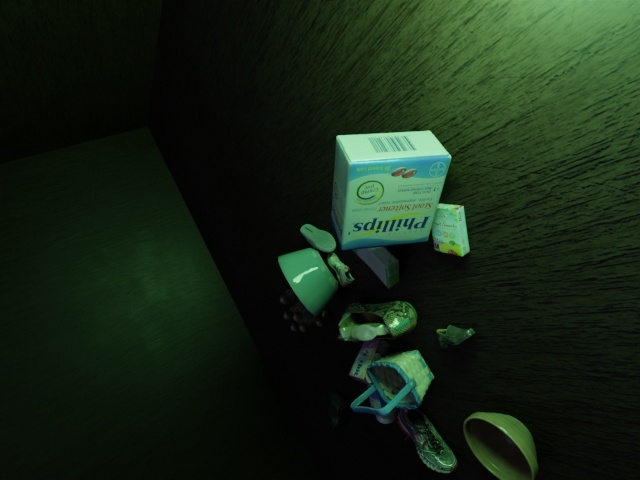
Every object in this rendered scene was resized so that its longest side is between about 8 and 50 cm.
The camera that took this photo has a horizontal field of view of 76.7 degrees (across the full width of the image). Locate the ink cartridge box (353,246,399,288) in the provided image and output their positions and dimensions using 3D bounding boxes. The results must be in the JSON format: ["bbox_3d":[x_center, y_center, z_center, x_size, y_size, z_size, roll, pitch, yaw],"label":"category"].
[{"bbox_3d":[0.182,0.045,1.439,0.235,0.056,0.171,50,170,30],"label":"ink cartridge box"}]

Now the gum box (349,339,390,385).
[{"bbox_3d":[0.209,0.500,1.701,0.062,0.188,0.107,37,157,-20],"label":"gum box"}]

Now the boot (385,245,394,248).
[{"bbox_3d":[0.200,-0.077,1.340,0.106,0.082,0.219,34,142,38],"label":"boot"}]

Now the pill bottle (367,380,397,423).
[{"bbox_3d":[0.270,0.668,1.735,0.124,0.124,0.221,21,128,51],"label":"pill bottle"}]

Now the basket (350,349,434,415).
[{"bbox_3d":[0.268,0.549,1.519,0.201,0.289,0.255,62,153,4],"label":"basket"}]

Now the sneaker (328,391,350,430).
[{"bbox_3d":[0.100,1.002,2.381,0.130,0.109,0.286,43,137,44],"label":"sneaker"}]

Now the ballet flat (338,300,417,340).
[{"bbox_3d":[0.178,0.331,1.604,0.164,0.182,0.483,63,152,-1],"label":"ballet flat"}]

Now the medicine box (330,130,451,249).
[{"bbox_3d":[0.176,-0.134,1.108,0.149,0.263,0.289,-106,14,-48],"label":"medicine box"}]

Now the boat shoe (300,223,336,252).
[{"bbox_3d":[0.000,0.000,1.756,0.226,0.083,0.076,41,163,46],"label":"boat shoe"}]

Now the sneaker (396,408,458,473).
[{"bbox_3d":[0.426,0.797,1.640,0.299,0.121,0.112,42,143,35],"label":"sneaker"}]

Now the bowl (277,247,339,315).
[{"bbox_3d":[-0.032,0.155,1.757,0.311,0.163,0.311,56,-176,-7],"label":"bowl"}]

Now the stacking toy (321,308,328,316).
[{"bbox_3d":[-0.021,0.275,2.022,0.167,0.052,0.221,48,148,27],"label":"stacking toy"}]

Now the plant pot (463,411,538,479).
[{"bbox_3d":[0.578,0.628,1.262,0.237,0.110,0.237,38,141,39],"label":"plant pot"}]

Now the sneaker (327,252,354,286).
[{"bbox_3d":[0.092,0.113,1.715,0.075,0.057,0.161,-30,85,46],"label":"sneaker"}]

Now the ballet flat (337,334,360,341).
[{"bbox_3d":[0.139,0.447,1.914,0.168,0.057,0.052,-14,73,57],"label":"ballet flat"}]

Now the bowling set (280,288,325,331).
[{"bbox_3d":[-0.089,0.382,2.038,0.200,0.154,0.287,37,158,49],"label":"bowling set"}]

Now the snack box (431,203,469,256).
[{"bbox_3d":[0.364,-0.032,1.151,0.100,0.037,0.141,14,125,53],"label":"snack box"}]

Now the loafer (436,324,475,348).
[{"bbox_3d":[0.427,0.303,1.299,0.061,0.062,0.170,62,151,13],"label":"loafer"}]
